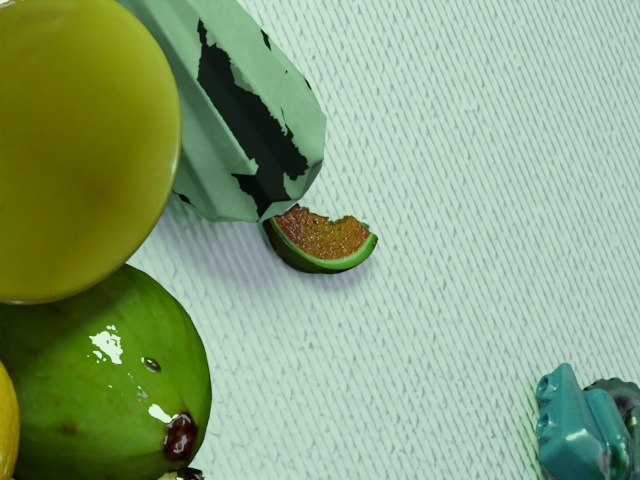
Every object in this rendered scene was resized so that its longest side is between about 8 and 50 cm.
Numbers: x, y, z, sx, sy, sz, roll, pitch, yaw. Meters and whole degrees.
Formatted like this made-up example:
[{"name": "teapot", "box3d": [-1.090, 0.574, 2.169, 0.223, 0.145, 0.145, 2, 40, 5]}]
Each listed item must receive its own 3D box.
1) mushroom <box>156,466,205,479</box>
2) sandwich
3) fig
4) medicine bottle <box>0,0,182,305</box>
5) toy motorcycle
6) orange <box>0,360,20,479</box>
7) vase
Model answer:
[{"name": "mushroom", "box3d": [-0.075, 0.345, 1.255, 0.345, 0.345, 0.259, 16, 44, -34]}, {"name": "sandwich", "box3d": [-0.001, 0.001, 1.595, 0.135, 0.029, 0.067, 7, 67, -36]}, {"name": "fig", "box3d": [-0.174, 0.112, 1.306, 0.203, 0.225, 0.203, -13, 110, -41]}, {"name": "medicine bottle", "box3d": [-0.263, -0.091, 1.239, 0.238, 0.232, 0.237, -13, 112, -36]}, {"name": "toy motorcycle", "box3d": [0.267, 0.297, 1.624, 0.232, 0.172, 0.416, 21, 50, -15]}, {"name": "orange", "box3d": [-0.332, 0.138, 1.178, 0.193, 0.219, 0.219, 64, 32, -64]}, {"name": "vase", "box3d": [-0.114, -0.161, 1.383, 0.360, 0.165, 0.165, 58, 43, -51]}]
